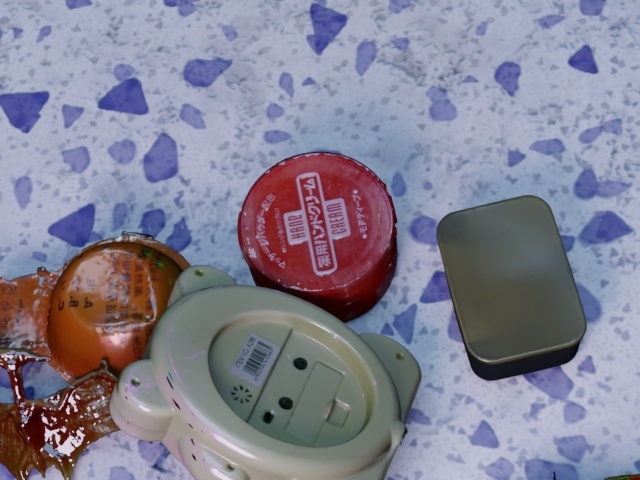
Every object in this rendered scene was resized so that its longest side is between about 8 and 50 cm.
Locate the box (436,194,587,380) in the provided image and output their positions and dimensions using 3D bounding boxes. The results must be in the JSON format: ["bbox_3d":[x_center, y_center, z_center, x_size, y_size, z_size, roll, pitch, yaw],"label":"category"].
[{"bbox_3d":[0.226,0.060,1.722,0.144,0.090,0.201,-14,64,-1],"label":"box"}]

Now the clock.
[{"bbox_3d":[-0.058,0.176,1.604,0.309,0.114,0.284,27,46,0],"label":"clock"}]

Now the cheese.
[{"bbox_3d":[-0.286,0.089,1.742,0.329,0.129,0.217,-2,65,7],"label":"cheese"}]

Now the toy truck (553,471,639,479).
[{"bbox_3d":[0.278,0.321,1.580,0.257,0.127,0.127,-12,49,1],"label":"toy truck"}]

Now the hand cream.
[{"bbox_3d":[0.000,0.000,1.756,0.193,0.125,0.193,-3,63,5],"label":"hand cream"}]

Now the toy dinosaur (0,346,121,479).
[{"bbox_3d":[-0.340,0.226,1.664,0.327,0.113,0.206,15,104,12],"label":"toy dinosaur"}]
